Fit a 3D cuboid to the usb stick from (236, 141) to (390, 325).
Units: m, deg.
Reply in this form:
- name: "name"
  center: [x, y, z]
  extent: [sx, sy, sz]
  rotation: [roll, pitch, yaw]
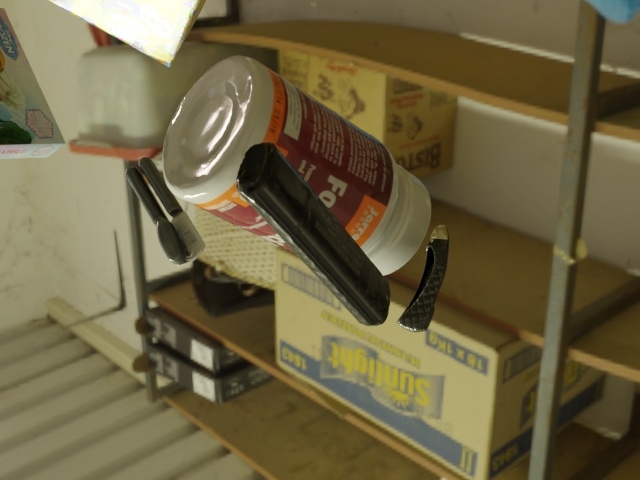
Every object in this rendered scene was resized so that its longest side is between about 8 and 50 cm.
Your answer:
- name: "usb stick"
  center: [0.000, 0.000, 0.910]
  extent: [0.045, 0.278, 0.077]
  rotation: [-17, -136, 28]

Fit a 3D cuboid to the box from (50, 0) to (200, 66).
- name: "box"
  center: [-0.364, -0.544, 1.606]
  extent: [0.290, 0.279, 0.177]
  rotation: [28, -119, -13]

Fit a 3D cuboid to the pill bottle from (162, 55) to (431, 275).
- name: "pill bottle"
  center: [-0.023, -0.093, 1.239]
  extent: [0.392, 0.224, 0.224]
  rotation: [26, -179, -38]

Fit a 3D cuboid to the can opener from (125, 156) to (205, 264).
- name: "can opener"
  center: [-0.331, -0.067, 1.705]
  extent: [0.074, 0.093, 0.280]
  rotation: [-34, -118, 0]

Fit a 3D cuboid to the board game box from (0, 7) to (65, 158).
- name: "board game box"
  center: [-0.670, -0.304, 1.519]
  extent: [0.066, 0.318, 0.318]
  rotation: [-28, 176, 26]

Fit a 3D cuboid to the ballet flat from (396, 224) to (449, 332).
- name: "ballet flat"
  center: [0.163, 0.058, 1.249]
  extent: [0.049, 0.173, 0.057]
  rotation: [16, 179, -4]
